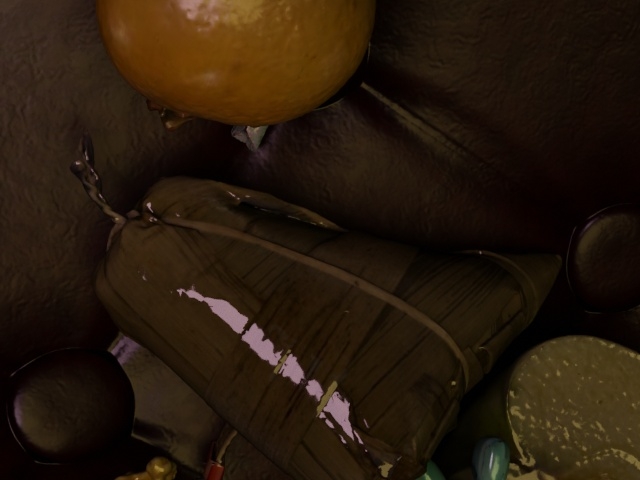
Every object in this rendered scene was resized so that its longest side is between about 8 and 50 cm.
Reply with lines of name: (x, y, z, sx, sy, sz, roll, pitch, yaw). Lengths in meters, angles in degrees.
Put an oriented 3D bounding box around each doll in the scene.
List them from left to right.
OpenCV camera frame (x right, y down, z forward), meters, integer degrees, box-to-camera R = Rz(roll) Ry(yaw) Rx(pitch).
doll: (0.178, 0.302, 1.293, 0.159, 0.059, 0.159, -6, 86, -11)

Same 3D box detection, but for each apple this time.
apple: (0.315, 0.326, 1.388, 0.360, 0.312, 0.320, 36, 126, -8)

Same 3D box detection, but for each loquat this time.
loquat: (-0.091, -0.231, 1.128, 0.274, 0.275, 0.275, -4, 108, -13)

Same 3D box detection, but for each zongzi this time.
zongzi: (-0.008, 0.012, 1.331, 0.500, 0.467, 0.218, 40, 136, 6)

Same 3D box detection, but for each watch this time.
watch: (-0.065, 0.287, 1.401, 0.165, 0.102, 0.268, 42, 102, -15)

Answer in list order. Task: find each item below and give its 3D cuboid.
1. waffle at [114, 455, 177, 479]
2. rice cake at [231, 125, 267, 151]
waffle: (-0.161, 0.414, 1.342, 0.324, 0.151, 0.261, 37, 117, -9)
rice cake: (-0.049, -0.199, 1.277, 0.033, 0.033, 0.208, 15, 103, -28)
